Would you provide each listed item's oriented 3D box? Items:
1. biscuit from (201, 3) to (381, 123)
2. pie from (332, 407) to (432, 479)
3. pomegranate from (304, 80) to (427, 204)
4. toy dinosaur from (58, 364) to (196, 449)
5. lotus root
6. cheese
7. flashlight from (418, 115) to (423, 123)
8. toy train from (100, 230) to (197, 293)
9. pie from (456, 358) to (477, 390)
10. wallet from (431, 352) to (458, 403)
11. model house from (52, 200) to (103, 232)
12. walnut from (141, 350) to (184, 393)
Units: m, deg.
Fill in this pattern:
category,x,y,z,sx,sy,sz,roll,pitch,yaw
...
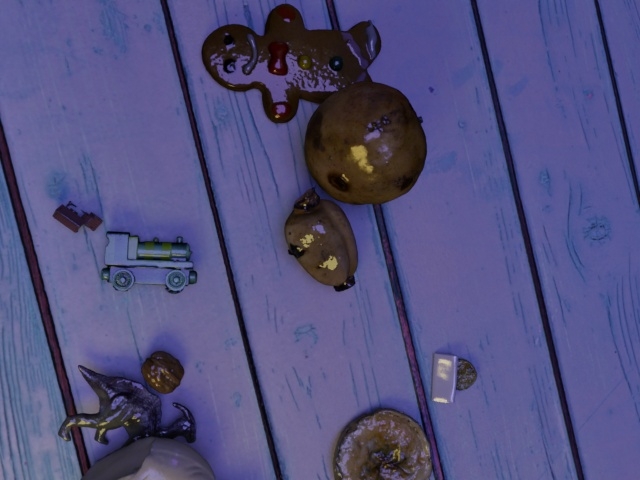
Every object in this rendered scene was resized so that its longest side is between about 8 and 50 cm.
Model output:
category,x,y,z,sx,sy,sz,roll,pitch,yaw
biscuit,-0.060,-0.417,1.355,0.432,0.064,0.283,4,88,-17
pie,0.152,0.545,1.397,0.274,0.055,0.274,0,89,-17
pomegranate,0.097,-0.211,1.289,0.281,0.281,0.281,0,88,-16
toy dinosaur,-0.408,0.381,1.223,0.294,0.077,0.162,36,84,-27
lotus root,0.000,0.000,1.325,0.154,0.140,0.257,-33,108,-28
cheese,-0.356,0.524,1.178,0.266,0.127,0.233,-27,121,4
flashlight,0.220,-0.296,1.457,0.083,0.018,0.018,-19,94,-16
toy train,-0.368,0.048,1.245,0.200,0.083,0.132,3,85,-17
pie,0.363,0.346,1.482,0.084,0.021,0.084,-1,94,-9
wallet,0.315,0.349,1.459,0.061,0.025,0.122,4,89,11
model house,-0.513,-0.046,1.215,0.083,0.058,0.057,40,78,-12
walnut,-0.341,0.286,1.248,0.096,0.082,0.079,51,55,-23
